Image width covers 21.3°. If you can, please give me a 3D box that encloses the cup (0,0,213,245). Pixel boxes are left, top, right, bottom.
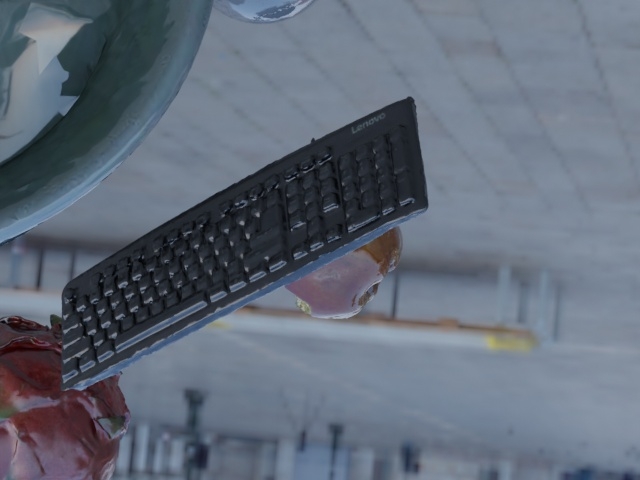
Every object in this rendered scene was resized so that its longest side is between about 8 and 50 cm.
[{"bbox_3d":[-0.133,-0.066,0.549,0.199,0.199,0.150,6,163,-2],"label":"cup"}]

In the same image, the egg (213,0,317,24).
[{"bbox_3d":[-0.053,-0.271,1.558,0.146,0.146,0.199,5,176,1],"label":"egg"}]

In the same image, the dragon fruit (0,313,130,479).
[{"bbox_3d":[-0.329,0.207,1.758,0.299,0.244,0.244,-36,161,11],"label":"dragon fruit"}]

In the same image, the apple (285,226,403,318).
[{"bbox_3d":[0.005,-0.004,1.777,0.158,0.147,0.156,24,-161,11],"label":"apple"}]

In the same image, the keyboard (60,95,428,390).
[{"bbox_3d":[-0.049,0.003,0.941,0.250,0.087,0.017,-27,137,25],"label":"keyboard"}]
